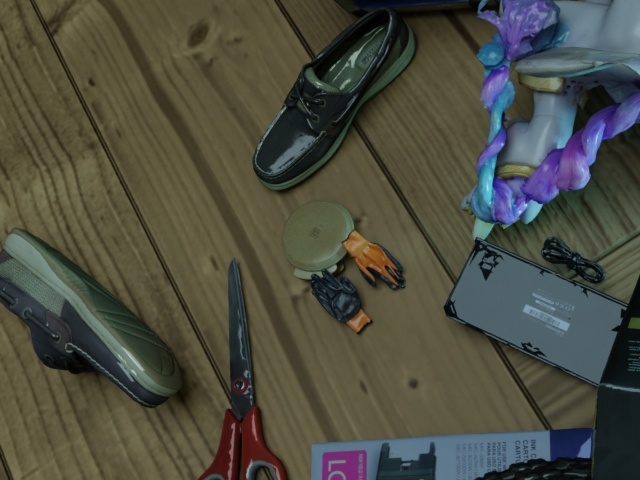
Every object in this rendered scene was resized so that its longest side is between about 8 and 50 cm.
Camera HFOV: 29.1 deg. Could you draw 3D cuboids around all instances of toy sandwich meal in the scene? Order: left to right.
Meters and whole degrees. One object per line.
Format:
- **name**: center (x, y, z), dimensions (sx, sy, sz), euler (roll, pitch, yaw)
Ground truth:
- **toy sandwich meal**: center (0.000, 0.000, 1.228), dimensions (0.085, 0.029, 0.085), euler (-8, 65, 18)

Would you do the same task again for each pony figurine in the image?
- **pony figurine**: center (0.273, -0.166, 1.071), dimensions (0.351, 0.303, 0.363), euler (3, 73, 57)

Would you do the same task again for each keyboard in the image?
- **keyboard**: center (0.212, 0.055, 1.112), dimensions (0.180, 0.023, 0.108), euler (25, 88, 18)

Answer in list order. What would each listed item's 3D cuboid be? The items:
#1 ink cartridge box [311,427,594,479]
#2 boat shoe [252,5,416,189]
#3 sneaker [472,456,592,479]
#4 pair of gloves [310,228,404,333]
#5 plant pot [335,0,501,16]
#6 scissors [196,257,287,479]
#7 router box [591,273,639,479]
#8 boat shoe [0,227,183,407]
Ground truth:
- **ink cartridge box**: center (0.142, 0.260, 1.057), dimensions (0.311, 0.065, 0.186), euler (-6, 69, 18)
- **boat shoe**: center (0.004, -0.151, 1.254), dimensions (0.223, 0.073, 0.080), euler (-47, 61, 0)
- **sneaker**: center (0.267, 0.261, 0.926), dimensions (0.410, 0.158, 0.182), euler (-1, 87, 5)
- **pair of gloves**: center (0.036, 0.040, 1.194), dimensions (0.074, 0.010, 0.083), euler (42, 91, 4)
- **plant pot**: center (0.086, -0.351, 1.213), dimensions (0.236, 0.236, 0.212), euler (1, 78, 23)
- **scissors**: center (-0.067, 0.161, 1.202), dimensions (0.109, 0.021, 0.297), euler (1, 71, 25)
- **router box**: center (0.373, 0.112, 0.905), dimensions (0.309, 0.243, 0.081), euler (7, 110, 21)
- **boat shoe**: center (-0.249, 0.092, 1.257), dimensions (0.285, 0.103, 0.092), euler (38, 93, 32)
